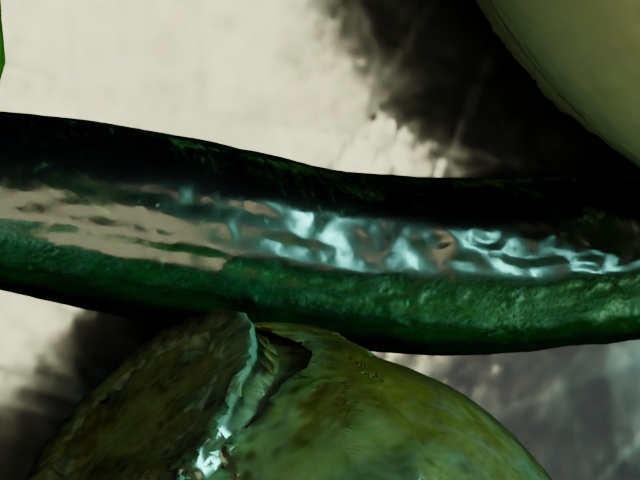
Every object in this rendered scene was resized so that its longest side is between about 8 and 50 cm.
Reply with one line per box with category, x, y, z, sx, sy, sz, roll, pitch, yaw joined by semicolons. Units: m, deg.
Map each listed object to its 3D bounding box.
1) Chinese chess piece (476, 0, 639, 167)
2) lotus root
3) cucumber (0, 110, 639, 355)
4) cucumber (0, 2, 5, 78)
Chinese chess piece;0.156;-0.129;0.520;0.270;0.112;0.270;3;82;-18
lotus root;0.032;0.142;0.489;0.152;0.160;0.275;-35;102;15
cucumber;0.000;0.000;0.524;0.284;0.056;0.056;4;91;-17
cucumber;-0.113;-0.105;0.498;0.039;0.039;0.168;-24;100;-13
